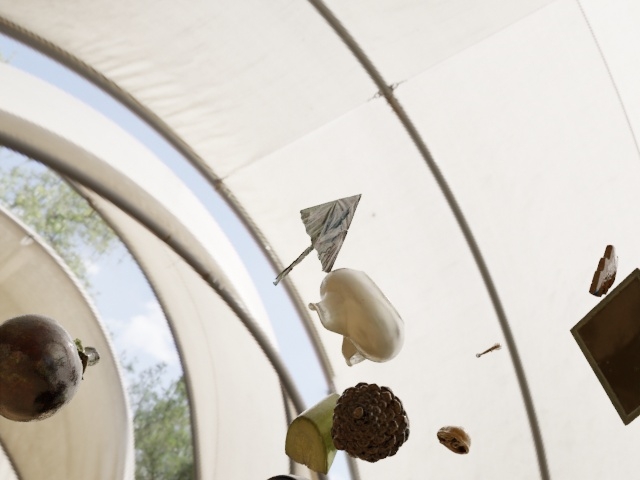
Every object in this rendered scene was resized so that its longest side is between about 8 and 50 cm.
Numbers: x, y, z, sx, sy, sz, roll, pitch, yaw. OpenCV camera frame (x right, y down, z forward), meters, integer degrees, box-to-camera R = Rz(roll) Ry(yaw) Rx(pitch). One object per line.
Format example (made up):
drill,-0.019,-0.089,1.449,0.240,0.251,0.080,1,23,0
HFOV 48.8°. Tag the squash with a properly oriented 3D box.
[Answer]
squash,0.010,0.589,2.185,0.154,0.204,0.236,3,0,-38

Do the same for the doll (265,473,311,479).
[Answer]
doll,-0.071,0.661,1.506,0.240,0.310,0.284,12,-33,-42

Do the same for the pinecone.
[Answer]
pinecone,0.142,0.516,1.989,0.224,0.224,0.272,14,-19,21

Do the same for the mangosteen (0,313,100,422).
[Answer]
mangosteen,-0.594,0.264,1.534,0.231,0.289,0.232,7,-78,33

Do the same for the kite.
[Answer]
kite,0.000,0.000,1.694,0.011,0.314,0.335,36,-16,27

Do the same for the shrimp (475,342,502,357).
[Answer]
shrimp,0.485,0.316,2.030,0.083,0.114,0.023,-28,-104,15

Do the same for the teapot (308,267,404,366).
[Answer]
teapot,0.073,0.156,1.364,0.204,0.139,0.298,46,-7,38

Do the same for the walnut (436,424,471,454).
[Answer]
walnut,0.366,0.529,1.901,0.091,0.052,0.121,48,-26,-5

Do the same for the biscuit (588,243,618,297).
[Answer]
biscuit,0.614,0.078,1.524,0.019,0.130,0.120,16,-44,40

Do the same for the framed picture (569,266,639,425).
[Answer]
framed picture,0.703,0.234,1.585,0.019,0.296,0.232,23,-59,-25
